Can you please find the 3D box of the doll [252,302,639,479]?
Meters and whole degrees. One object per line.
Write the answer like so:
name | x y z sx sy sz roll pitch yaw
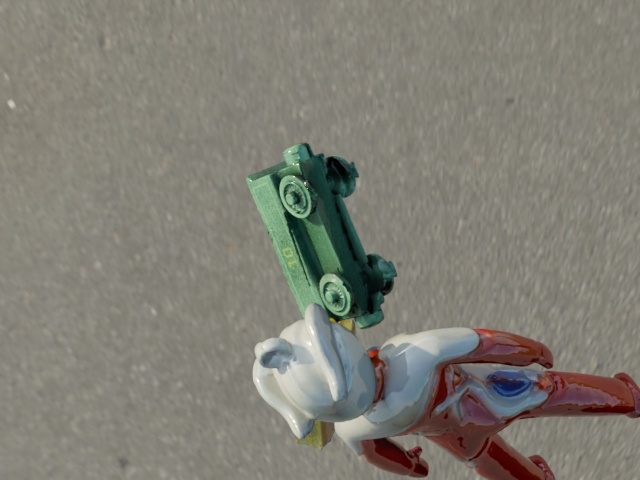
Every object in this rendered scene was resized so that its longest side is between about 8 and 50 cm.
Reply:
doll | 0.099 0.137 1.368 0.188 0.384 0.099 -48 45 27

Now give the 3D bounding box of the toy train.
toy train | 0.000 0.000 1.408 0.070 0.099 0.172 -24 94 -38

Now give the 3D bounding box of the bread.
bread | 0.005 0.128 1.467 0.035 0.094 0.090 16 52 15
